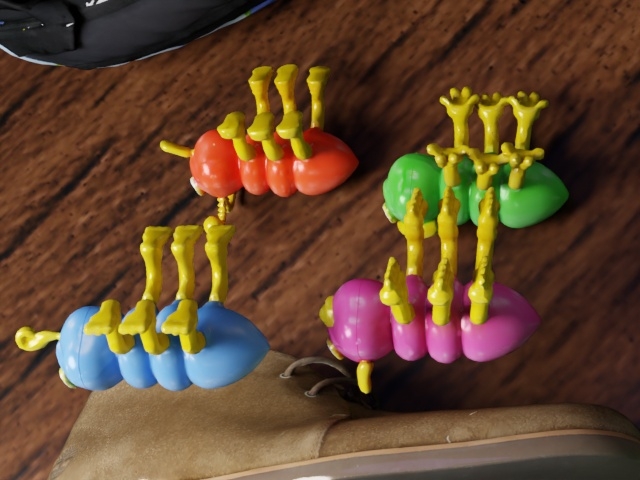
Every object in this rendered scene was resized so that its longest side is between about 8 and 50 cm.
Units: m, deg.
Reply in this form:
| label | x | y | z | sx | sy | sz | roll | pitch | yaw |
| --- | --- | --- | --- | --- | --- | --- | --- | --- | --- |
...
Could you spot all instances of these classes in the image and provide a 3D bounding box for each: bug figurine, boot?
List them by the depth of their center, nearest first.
| label | x | y | z | sx | sy | sz | roll | pitch | yaw |
| --- | --- | --- | --- | --- | --- | --- | --- | --- | --- |
| boot | 0.002 | 0.091 | 0.651 | 0.305 | 0.112 | 0.115 | -11 | 49 | 26 |
| bug figurine | 0.000 | 0.000 | 0.667 | 0.216 | 0.072 | 0.279 | 1 | 27 | 15 |

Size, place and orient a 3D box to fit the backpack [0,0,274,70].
| label | x | y | z | sx | sy | sz | roll | pitch | yaw |
| --- | --- | --- | --- | --- | --- | --- | --- | --- | --- |
| backpack | -0.079 | -0.241 | 0.780 | 0.355 | 0.290 | 0.273 | -41 | 57 | 15 |
